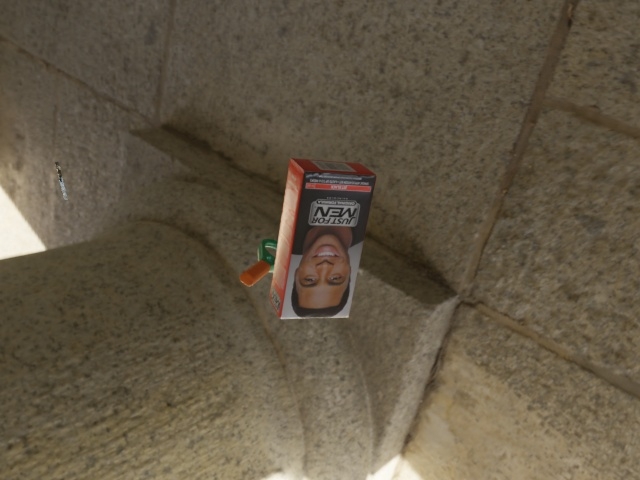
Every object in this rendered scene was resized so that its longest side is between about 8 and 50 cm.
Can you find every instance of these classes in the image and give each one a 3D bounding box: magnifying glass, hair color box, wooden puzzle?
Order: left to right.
[{"bbox_3d":[-0.454,-0.104,1.074,0.049,0.006,0.083,-125,29,-41],"label":"wooden puzzle"},{"bbox_3d":[-0.104,0.046,1.215,0.092,0.231,0.026,35,108,5],"label":"magnifying glass"},{"bbox_3d":[0.000,0.000,0.559,0.043,0.071,0.141,-131,46,-59],"label":"hair color box"}]
